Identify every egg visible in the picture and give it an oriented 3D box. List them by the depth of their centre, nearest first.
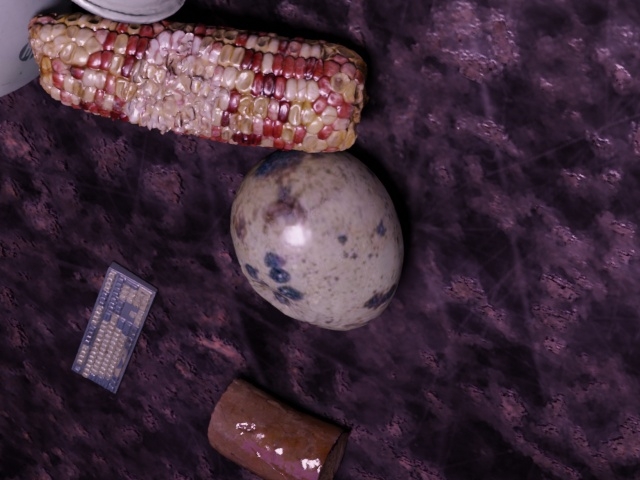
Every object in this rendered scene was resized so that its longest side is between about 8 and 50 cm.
[{"bbox_3d":[0.000,0.000,1.699,0.141,0.141,0.182,-5,133,35],"label":"egg"}]

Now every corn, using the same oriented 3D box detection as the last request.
[{"bbox_3d":[-0.103,-0.134,1.638,0.290,0.098,0.098,9,133,2],"label":"corn"}]

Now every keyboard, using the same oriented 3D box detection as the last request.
[{"bbox_3d":[-0.209,0.090,2.002,0.055,0.014,0.176,30,137,3],"label":"keyboard"}]

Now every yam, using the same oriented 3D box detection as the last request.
[{"bbox_3d":[-0.040,0.195,1.936,0.127,0.084,0.084,25,135,16],"label":"yam"}]

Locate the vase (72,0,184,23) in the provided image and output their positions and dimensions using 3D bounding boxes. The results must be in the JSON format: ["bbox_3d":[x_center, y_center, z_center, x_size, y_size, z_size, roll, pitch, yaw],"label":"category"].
[{"bbox_3d":[-0.096,-0.306,1.508,0.143,0.143,0.299,41,134,-4],"label":"vase"}]

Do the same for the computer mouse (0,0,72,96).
[{"bbox_3d":[-0.270,-0.240,1.649,0.097,0.159,0.288,38,141,30],"label":"computer mouse"}]
